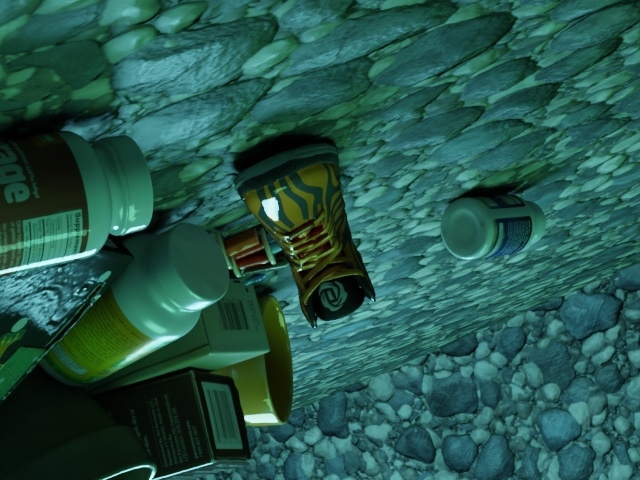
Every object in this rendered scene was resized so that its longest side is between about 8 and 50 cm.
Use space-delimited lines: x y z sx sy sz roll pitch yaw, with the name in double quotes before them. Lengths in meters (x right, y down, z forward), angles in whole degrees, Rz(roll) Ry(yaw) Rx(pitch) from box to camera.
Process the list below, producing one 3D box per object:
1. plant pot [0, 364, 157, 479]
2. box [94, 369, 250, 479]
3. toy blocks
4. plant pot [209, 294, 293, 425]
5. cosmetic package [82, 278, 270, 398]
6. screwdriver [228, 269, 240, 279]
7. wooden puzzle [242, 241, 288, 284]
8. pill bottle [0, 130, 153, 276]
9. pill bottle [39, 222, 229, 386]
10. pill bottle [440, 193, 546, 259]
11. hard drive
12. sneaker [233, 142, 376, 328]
"plant pot" -0.413 0.254 1.847 0.323 0.280 0.323 -31 167 -8
"box" -0.312 0.302 2.080 0.381 0.143 0.191 -16 168 12
"toy blocks" -0.099 0.011 1.891 0.148 0.054 0.123 -20 168 2
"plant pot" -0.157 0.197 2.309 0.188 0.205 0.205 -7 169 11
"cosmetic package" -0.247 0.151 2.068 0.309 0.113 0.160 -22 167 28
"screwdriver" -0.175 0.050 2.019 0.025 0.024 0.170 8 -174 41
"wooden puzzle" -0.068 0.022 1.975 0.079 0.014 0.116 -18 -159 11
"pill bottle" -0.266 -0.033 1.311 0.216 0.121 0.121 -13 166 -29
"pill bottle" -0.231 0.074 1.765 0.246 0.136 0.136 -28 165 32
"pill bottle" 0.268 -0.022 2.219 0.169 0.094 0.094 -5 161 -47
"hard drive" -0.377 0.108 1.585 0.339 0.064 0.237 -48 162 8
"sneaker" 0.000 0.000 1.712 0.125 0.180 0.321 -22 167 8
